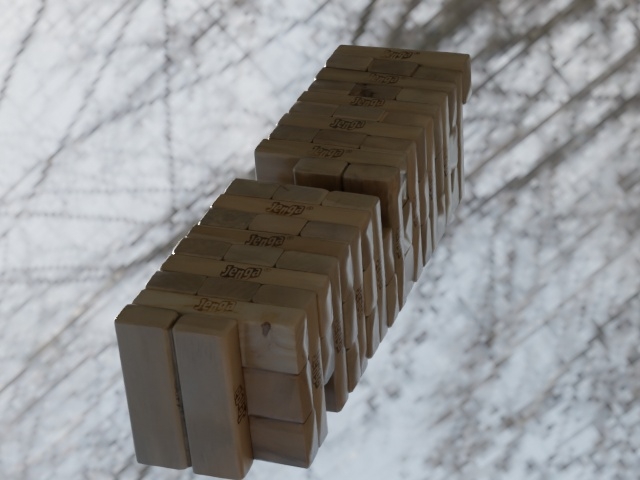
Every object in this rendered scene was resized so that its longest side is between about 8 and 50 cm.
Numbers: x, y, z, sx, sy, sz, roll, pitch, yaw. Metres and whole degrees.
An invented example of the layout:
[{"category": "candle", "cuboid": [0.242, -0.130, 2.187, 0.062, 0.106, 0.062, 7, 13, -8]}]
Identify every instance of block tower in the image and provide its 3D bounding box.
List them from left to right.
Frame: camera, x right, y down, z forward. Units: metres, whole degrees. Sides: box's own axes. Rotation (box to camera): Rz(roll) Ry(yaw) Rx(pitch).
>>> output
[{"category": "block tower", "cuboid": [0.000, 0.000, 0.985, 0.335, 0.091, 0.097, -56, -32, -53]}]
